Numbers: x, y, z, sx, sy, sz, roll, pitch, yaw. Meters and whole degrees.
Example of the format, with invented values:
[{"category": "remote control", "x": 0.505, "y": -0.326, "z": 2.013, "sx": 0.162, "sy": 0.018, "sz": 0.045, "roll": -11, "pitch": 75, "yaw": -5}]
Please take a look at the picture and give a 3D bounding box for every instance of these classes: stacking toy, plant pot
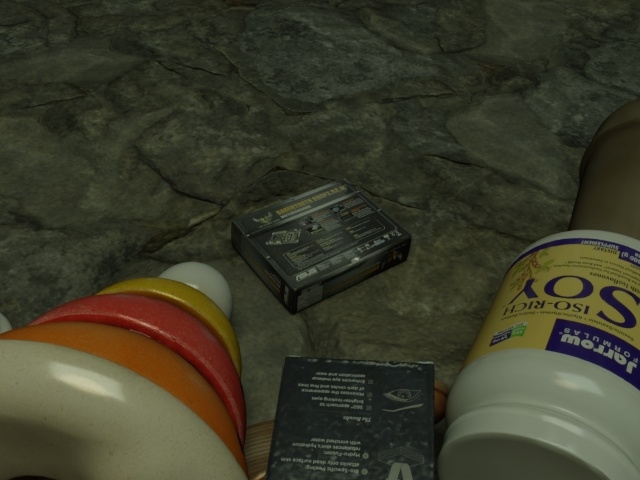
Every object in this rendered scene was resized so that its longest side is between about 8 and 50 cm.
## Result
[{"category": "stacking toy", "x": -0.196, "y": 0.148, "z": 0.730, "sx": 0.350, "sy": 0.351, "sz": 0.480, "roll": 9, "pitch": 27, "yaw": 4}, {"category": "plant pot", "x": 0.493, "y": -0.004, "z": 0.954, "sx": 0.323, "sy": 0.323, "sz": 0.280, "roll": 30, "pitch": 63, "yaw": 25}]

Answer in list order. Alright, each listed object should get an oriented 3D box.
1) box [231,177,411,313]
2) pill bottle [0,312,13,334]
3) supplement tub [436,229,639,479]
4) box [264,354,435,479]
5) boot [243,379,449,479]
[{"category": "box", "x": 0.000, "y": 0.000, "z": 1.053, "sx": 0.231, "sy": 0.056, "sz": 0.183, "roll": -23, "pitch": 49, "yaw": -29}, {"category": "pill bottle", "x": -0.391, "y": 0.147, "z": 0.725, "sx": 0.121, "sy": 0.221, "sz": 0.121, "roll": 3, "pitch": 42, "yaw": -3}, {"category": "supplement tub", "x": 0.288, "y": 0.167, "z": 0.758, "sx": 0.241, "sy": 0.241, "sz": 0.331, "roll": 22, "pitch": 44, "yaw": 18}, {"category": "box", "x": 0.034, "y": 0.207, "z": 0.654, "sx": 0.155, "sy": 0.093, "sz": 0.158, "roll": 1, "pitch": 47, "yaw": 8}, {"category": "boot", "x": 0.046, "y": 0.275, "z": 0.710, "sx": 0.283, "sy": 0.109, "sz": 0.220, "roll": -11, "pitch": 43, "yaw": -15}]
